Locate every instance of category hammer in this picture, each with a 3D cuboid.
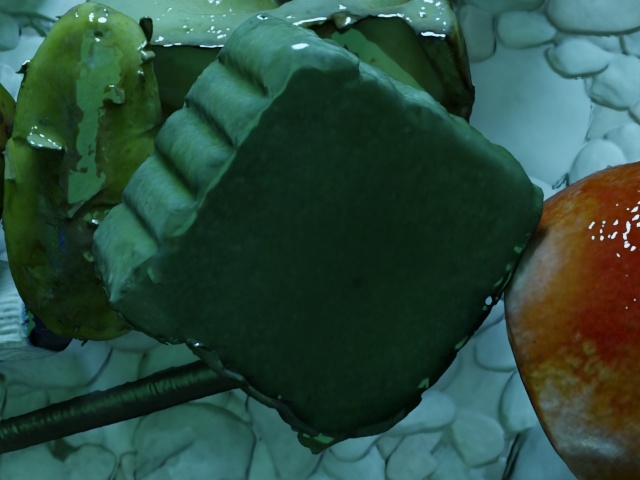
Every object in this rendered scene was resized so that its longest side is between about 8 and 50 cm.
[{"bbox_3d":[-0.176,0.130,1.011,0.297,0.027,0.125,-18,100,4],"label":"hammer"}]

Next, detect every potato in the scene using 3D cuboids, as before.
[{"bbox_3d":[-0.150,-0.041,0.877,0.117,0.090,0.225,4,103,2],"label":"potato"}]

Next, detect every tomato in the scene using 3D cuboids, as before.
[{"bbox_3d":[0.278,0.049,0.824,0.309,0.170,0.309,14,56,-22],"label":"tomato"}]

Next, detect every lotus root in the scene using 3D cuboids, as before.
[{"bbox_3d":[-0.046,-0.113,0.967,0.314,0.142,0.210,13,127,5],"label":"lotus root"}]

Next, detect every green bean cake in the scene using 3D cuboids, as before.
[{"bbox_3d":[0.000,0.000,0.826,0.227,0.125,0.222,32,94,-27],"label":"green bean cake"}]

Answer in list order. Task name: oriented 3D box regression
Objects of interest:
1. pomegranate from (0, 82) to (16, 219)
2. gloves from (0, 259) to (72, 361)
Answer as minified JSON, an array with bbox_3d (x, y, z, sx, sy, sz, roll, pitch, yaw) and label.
[{"bbox_3d":[-0.298,-0.070,0.977,0.159,0.159,0.205,-54,38,3],"label":"pomegranate"},{"bbox_3d":[-0.293,0.063,1.002,0.229,0.097,0.119,1,47,10],"label":"gloves"}]
